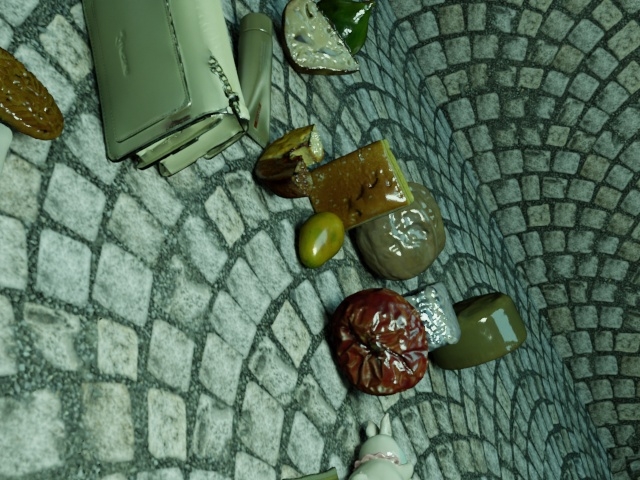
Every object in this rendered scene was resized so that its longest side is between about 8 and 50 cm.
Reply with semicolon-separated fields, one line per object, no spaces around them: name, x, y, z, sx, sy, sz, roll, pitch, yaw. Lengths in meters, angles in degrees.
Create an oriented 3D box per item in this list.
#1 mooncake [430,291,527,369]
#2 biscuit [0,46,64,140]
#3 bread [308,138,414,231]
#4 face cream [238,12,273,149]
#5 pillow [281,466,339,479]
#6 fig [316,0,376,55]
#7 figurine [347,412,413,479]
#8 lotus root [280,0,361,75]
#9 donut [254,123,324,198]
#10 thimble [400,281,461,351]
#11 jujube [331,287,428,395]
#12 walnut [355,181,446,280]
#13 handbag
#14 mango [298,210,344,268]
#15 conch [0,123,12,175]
mooncake;0.444;0.257;2.037;0.155;0.284;0.284;65;27;-3
biscuit;-0.441;-0.220;0.994;0.188;0.027;0.188;51;10;-12
bread;0.092;-0.128;1.747;0.110;0.234;0.184;-18;85;-65
face cream;-0.157;-0.389;1.679;0.137;0.084;0.341;41;42;-57
pillow;-0.001;0.528;1.264;0.208;0.052;0.212;20;54;-59
fig;0.060;-0.643;2.067;0.195;0.245;0.195;12;66;-30
figurine;0.137;0.486;1.475;0.155;0.127;0.235;43;27;-6
lotus root;-0.021;-0.553;1.960;0.260;0.170;0.074;58;-15;-11
donut;-0.067;-0.171;1.602;0.085;0.141;0.217;61;34;-34
thimble;0.240;0.206;1.761;0.245;0.217;0.157;141;-71;-73
jujube;0.138;0.224;1.580;0.213;0.213;0.232;-20;94;-63
walnut;0.215;-0.023;1.896;0.273;0.227;0.273;44;36;-44
handbag;-0.265;-0.320;1.236;0.160;0.237;0.358;13;59;-56
mango;-0.001;-0.005;1.643;0.163;0.089;0.111;-38;105;-54
conch;-0.463;-0.103;0.903;0.104;0.094;0.176;26;74;-71
